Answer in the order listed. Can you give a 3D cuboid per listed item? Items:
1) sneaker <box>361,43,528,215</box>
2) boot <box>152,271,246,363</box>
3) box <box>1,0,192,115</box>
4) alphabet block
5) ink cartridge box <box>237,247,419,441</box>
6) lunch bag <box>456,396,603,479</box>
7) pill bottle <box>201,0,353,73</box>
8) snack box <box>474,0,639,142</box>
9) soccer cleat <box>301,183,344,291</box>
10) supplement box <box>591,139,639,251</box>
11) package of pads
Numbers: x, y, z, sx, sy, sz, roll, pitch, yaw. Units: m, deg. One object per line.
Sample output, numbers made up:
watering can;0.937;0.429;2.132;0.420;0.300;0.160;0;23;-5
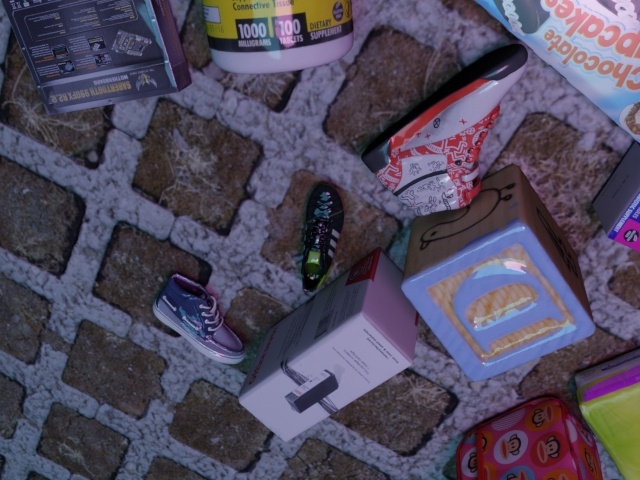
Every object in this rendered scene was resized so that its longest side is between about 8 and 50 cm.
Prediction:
sneaker;0.198;-0.138;0.913;0.270;0.090;0.145;-34;106;33
boot;-0.202;0.138;1.165;0.189;0.069;0.086;32;123;-3
box;-0.324;-0.293;0.973;0.230;0.056;0.183;-6;116;17
alphabet block;0.247;0.044;0.939;0.192;0.197;0.193;-29;108;24
ink cartridge box;0.018;0.166;1.057;0.272;0.197;0.114;-38;104;27
lunch bag;0.320;0.414;1.067;0.258;0.293;0.120;-34;111;26
pill bottle;-0.065;-0.383;0.788;0.187;0.188;0.334;0;118;13
snack box;0.355;-0.286;0.816;0.321;0.060;0.187;37;119;-8
soccer cleat;0.000;0.000;1.044;0.060;0.072;0.179;11;119;7
supplement box;0.501;-0.027;0.892;0.219;0.114;0.111;23;119;-2
package of pads;0.567;0.302;1.057;0.229;0.101;0.297;-31;107;25
